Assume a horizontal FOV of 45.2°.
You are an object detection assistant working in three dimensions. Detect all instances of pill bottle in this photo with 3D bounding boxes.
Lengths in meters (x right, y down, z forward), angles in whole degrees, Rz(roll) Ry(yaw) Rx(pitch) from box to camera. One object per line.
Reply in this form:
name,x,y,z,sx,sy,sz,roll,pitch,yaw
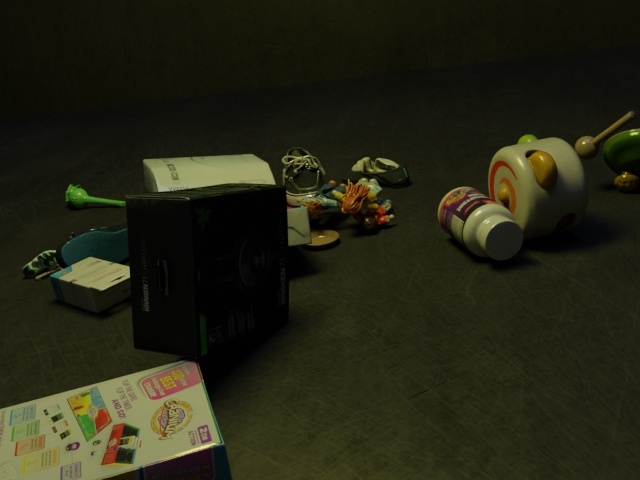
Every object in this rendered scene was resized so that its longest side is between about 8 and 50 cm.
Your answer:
pill bottle,0.315,-0.031,1.509,0.108,0.108,0.193,-13,22,-11

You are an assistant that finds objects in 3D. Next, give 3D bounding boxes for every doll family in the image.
doll family,0.036,-0.089,1.738,0.263,0.118,0.163,2,24,23

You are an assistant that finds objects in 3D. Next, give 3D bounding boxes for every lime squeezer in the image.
lime squeezer,-0.678,-0.134,2.197,0.110,0.059,0.310,-24,26,-34

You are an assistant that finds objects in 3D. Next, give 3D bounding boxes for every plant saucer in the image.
plant saucer,0.000,0.000,1.672,0.083,0.015,0.083,-8,22,3

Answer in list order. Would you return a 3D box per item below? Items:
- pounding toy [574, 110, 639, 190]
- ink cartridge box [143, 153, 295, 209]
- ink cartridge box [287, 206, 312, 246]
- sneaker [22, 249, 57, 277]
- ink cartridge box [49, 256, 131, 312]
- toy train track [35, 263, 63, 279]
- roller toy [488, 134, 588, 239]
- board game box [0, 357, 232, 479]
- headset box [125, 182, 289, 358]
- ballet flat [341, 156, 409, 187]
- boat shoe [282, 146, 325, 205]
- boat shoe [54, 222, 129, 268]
pounding toy,0.692,-0.163,1.684,0.237,0.110,0.183,21,-23,-22
ink cartridge box,-0.263,-0.143,1.938,0.308,0.091,0.385,-5,15,-21
ink cartridge box,-0.109,-0.018,1.605,0.134,0.078,0.231,-8,0,-13
sneaker,-0.620,0.043,1.736,0.098,0.038,0.069,-26,13,11
ink cartridge box,-0.445,0.091,1.546,0.180,0.060,0.104,10,28,39
toy train track,-0.593,0.070,1.716,0.083,0.014,0.048,-26,27,-22
roller toy,0.424,-0.100,1.529,0.146,0.191,0.209,-12,20,-10
board game box,-0.296,0.276,1.028,0.316,0.064,0.242,-13,22,-12
headset box,-0.181,0.037,1.251,0.131,0.246,0.283,4,9,30
ballet flat,0.140,-0.182,2.003,0.203,0.074,0.074,9,27,37
boat shoe,-0.044,-0.174,1.999,0.113,0.105,0.306,-8,22,0
boat shoe,-0.488,0.023,1.713,0.089,0.109,0.258,-3,5,32
